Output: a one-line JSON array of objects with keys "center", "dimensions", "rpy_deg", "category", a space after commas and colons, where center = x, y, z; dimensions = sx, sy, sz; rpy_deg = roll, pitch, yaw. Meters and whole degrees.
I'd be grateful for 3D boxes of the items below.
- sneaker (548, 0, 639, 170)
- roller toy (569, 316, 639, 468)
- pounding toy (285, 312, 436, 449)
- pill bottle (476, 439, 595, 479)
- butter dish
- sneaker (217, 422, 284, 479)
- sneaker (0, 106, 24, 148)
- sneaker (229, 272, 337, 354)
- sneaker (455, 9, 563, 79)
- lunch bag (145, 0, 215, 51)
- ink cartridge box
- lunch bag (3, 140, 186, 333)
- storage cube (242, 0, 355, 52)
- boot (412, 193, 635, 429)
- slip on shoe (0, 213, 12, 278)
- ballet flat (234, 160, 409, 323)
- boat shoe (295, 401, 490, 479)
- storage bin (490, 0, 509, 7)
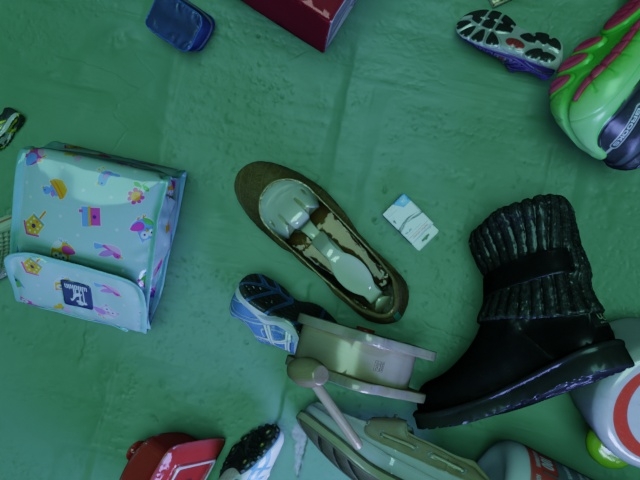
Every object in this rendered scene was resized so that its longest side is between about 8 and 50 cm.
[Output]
[{"center": [0.545, -0.293, 0.916], "dimensions": [0.483, 0.185, 0.202], "rpy_deg": [-42, 113, 2], "category": "sneaker"}, {"center": [0.471, 0.214, 0.915], "dimensions": [0.209, 0.146, 0.191], "rpy_deg": [-12, 101, 5], "category": "roller toy"}, {"center": [0.032, 0.196, 0.896], "dimensions": [0.154, 0.269, 0.155], "rpy_deg": [9, 81, 48], "category": "pounding toy"}, {"center": [0.385, 0.454, 0.892], "dimensions": [0.362, 0.210, 0.210], "rpy_deg": [26, 92, 3], "category": "pill bottle"}, {"center": [-0.251, 0.354, 0.977], "dimensions": [0.118, 0.160, 0.160], "rpy_deg": [28, 92, 26], "category": "butter dish"}, {"center": [-0.124, 0.395, 0.995], "dimensions": [0.086, 0.085, 0.237], "rpy_deg": [34, 89, -23], "category": "sneaker"}, {"center": [-0.522, -0.182, 1.036], "dimensions": [0.035, 0.031, 0.083], "rpy_deg": [42, 89, 16], "category": "sneaker"}, {"center": [-0.049, 0.134, 0.993], "dimensions": [0.211, 0.080, 0.081], "rpy_deg": [38, 133, -7], "category": "sneaker"}, {"center": [0.281, -0.291, 0.967], "dimensions": [0.170, 0.071, 0.068], "rpy_deg": [33, 73, 17], "category": "sneaker"}, {"center": [-0.221, -0.344, 0.995], "dimensions": [0.098, 0.065, 0.067], "rpy_deg": [36, 108, 2], "category": "lunch bag"}, {"center": [0.142, -0.028, 0.992], "dimensions": [0.083, 0.028, 0.048], "rpy_deg": [45, 93, 2], "category": "ink cartridge box"}, {"center": [-0.342, 0.001, 0.961], "dimensions": [0.223, 0.160, 0.262], "rpy_deg": [14, 101, -3], "category": "lunch bag"}, {"center": [-0.023, -0.417, 0.913], "dimensions": [0.193, 0.215, 0.184], "rpy_deg": [32, 92, -4], "category": "storage cube"}, {"center": [0.252, 0.114, 0.928], "dimensions": [0.348, 0.131, 0.260], "rpy_deg": [-33, 63, 33], "category": "boot"}, {"center": [-0.604, 0.035, 1.003], "dimensions": [0.331, 0.123, 0.101], "rpy_deg": [-27, 66, 1], "category": "slip on shoe"}, {"center": [0.000, 0.000, 0.954], "dimensions": [0.116, 0.124, 0.342], "rpy_deg": [-44, 88, 3], "category": "ballet flat"}, {"center": [0.102, 0.317, 0.935], "dimensions": [0.302, 0.113, 0.103], "rpy_deg": [26, 60, 30], "category": "boat shoe"}, {"center": [0.336, -0.534, 0.930], "dimensions": [0.262, 0.123, 0.260], "rpy_deg": [-23, 88, 4], "category": "storage bin"}]
